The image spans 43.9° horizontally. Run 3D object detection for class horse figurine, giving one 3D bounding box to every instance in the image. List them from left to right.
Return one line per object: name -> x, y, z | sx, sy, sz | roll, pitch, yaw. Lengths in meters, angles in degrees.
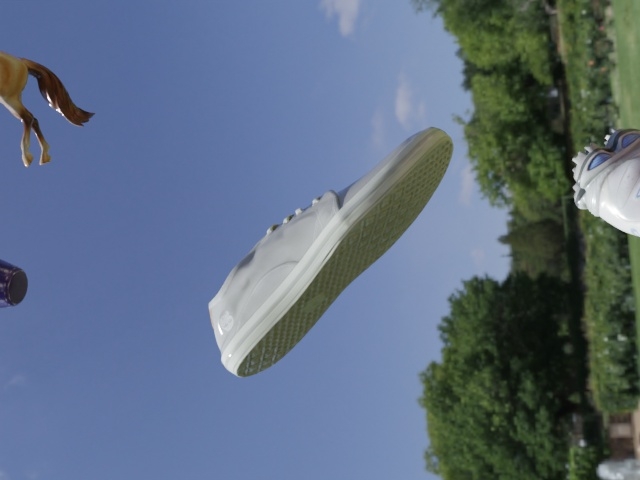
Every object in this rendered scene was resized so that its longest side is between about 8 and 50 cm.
horse figurine -> -0.403, -0.161, 0.926 | 0.263, 0.066, 0.175 | -21, -79, -43

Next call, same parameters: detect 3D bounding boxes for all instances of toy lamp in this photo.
toy lamp -> -0.506, 0.044, 1.006 | 0.080, 0.274, 0.080 | 5, -90, -80

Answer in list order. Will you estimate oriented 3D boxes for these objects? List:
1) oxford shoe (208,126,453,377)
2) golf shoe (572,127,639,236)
oxford shoe -> 0.000, 0.000, 1.104 | 0.130, 0.449, 0.169 | 50, -167, 26
golf shoe -> 0.264, -0.065, 0.550 | 0.086, 0.176, 0.069 | 49, 178, 37
